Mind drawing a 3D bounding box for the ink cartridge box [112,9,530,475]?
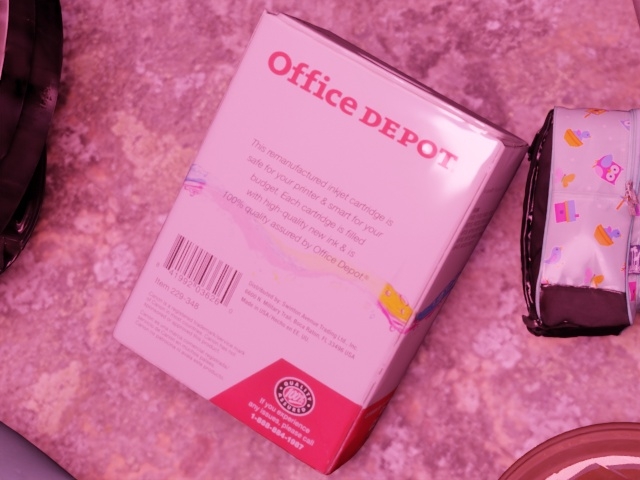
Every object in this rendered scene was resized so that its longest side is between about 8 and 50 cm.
[{"bbox_3d":[0.000,0.000,0.915,0.226,0.131,0.306,32,103,16],"label":"ink cartridge box"}]

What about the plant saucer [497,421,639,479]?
[{"bbox_3d":[0.246,0.285,0.876,0.277,0.041,0.278,-3,82,18],"label":"plant saucer"}]

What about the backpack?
[{"bbox_3d":[0.235,-0.018,0.912,0.144,0.166,0.188,-4,80,14],"label":"backpack"}]

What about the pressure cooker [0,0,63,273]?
[{"bbox_3d":[-0.423,-0.145,0.942,0.375,0.420,0.370,20,90,47],"label":"pressure cooker"}]

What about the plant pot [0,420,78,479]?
[{"bbox_3d":[-0.350,0.260,0.919,0.235,0.293,0.293,35,87,31],"label":"plant pot"}]

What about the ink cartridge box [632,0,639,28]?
[{"bbox_3d":[0.394,-0.251,0.882,0.270,0.197,0.198,-7,53,9],"label":"ink cartridge box"}]
